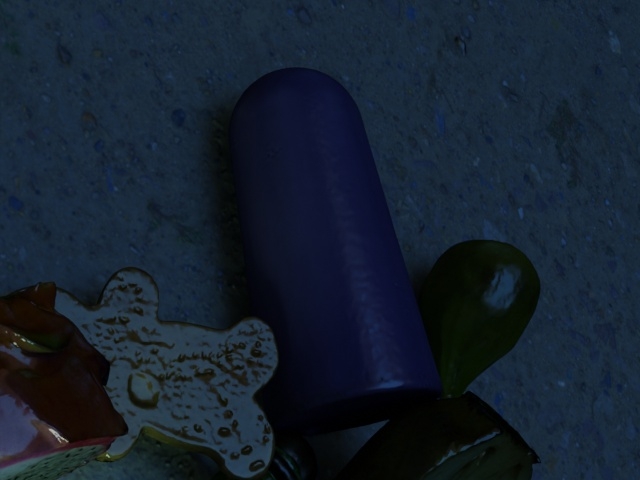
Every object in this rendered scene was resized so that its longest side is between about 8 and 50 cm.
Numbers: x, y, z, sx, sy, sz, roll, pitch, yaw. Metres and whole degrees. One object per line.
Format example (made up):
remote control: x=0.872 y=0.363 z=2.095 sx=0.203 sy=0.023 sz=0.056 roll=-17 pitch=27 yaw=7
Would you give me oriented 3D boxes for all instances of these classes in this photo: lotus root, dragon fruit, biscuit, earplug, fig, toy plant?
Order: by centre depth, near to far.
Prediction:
dragon fruit: x=-0.327 y=0.145 z=1.231 sx=0.291 sy=0.291 sz=0.189 roll=-15 pitch=78 yaw=-49
biscuit: x=-0.202 y=0.139 z=1.497 sx=0.340 sy=0.047 sz=0.215 roll=14 pitch=64 yaw=-24
toy plant: x=-0.074 y=0.285 z=1.575 sx=0.162 sy=0.093 sz=0.092 roll=-37 pitch=101 yaw=-49
lotus root: x=0.107 y=0.276 z=1.618 sx=0.149 sy=0.260 sz=0.267 roll=48 pitch=19 yaw=32
earplug: x=0.000 y=0.000 z=1.706 sx=0.215 sy=0.215 sz=0.455 roll=7 pitch=65 yaw=-45
fig: x=0.203 y=0.101 z=1.933 sx=0.233 sy=0.167 sz=0.167 roll=-43 pitch=109 yaw=-9
